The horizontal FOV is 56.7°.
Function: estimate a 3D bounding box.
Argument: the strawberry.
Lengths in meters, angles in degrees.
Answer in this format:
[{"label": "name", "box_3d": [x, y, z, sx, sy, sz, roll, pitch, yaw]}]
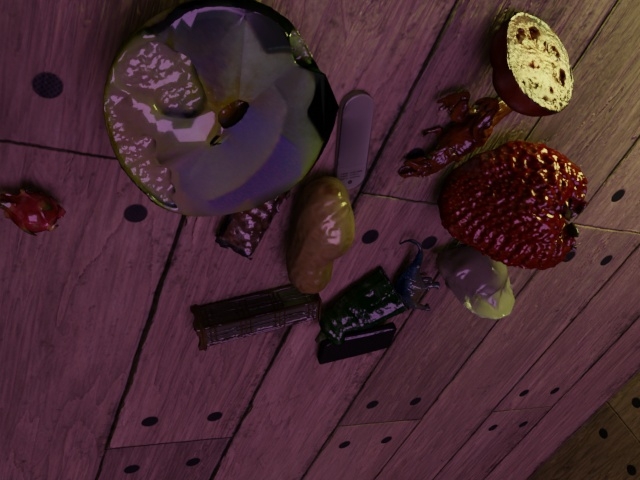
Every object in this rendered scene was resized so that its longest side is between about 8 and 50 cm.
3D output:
[{"label": "strawberry", "box_3d": [0.467, -0.095, 1.480, 0.351, 0.267, 0.312, 10, 102, 2]}]

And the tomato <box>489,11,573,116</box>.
[{"label": "tomato", "box_3d": [0.434, -0.362, 1.251, 0.224, 0.225, 0.085, 4, 167, -30]}]

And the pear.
[{"label": "pear", "box_3d": [-0.185, -0.246, 1.037, 0.398, 0.165, 0.399, -14, 135, -14]}]

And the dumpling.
[{"label": "dumpling", "box_3d": [0.454, 0.101, 1.664, 0.292, 0.204, 0.163, 18, 109, -28]}]

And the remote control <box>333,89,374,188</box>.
[{"label": "remote control", "box_3d": [0.071, -0.215, 1.303, 0.077, 0.022, 0.245, -10, 135, -15]}]

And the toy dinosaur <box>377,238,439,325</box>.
[{"label": "toy dinosaur", "box_3d": [0.259, 0.133, 1.687, 0.147, 0.077, 0.363, 3, 136, -13]}]

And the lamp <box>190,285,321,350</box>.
[{"label": "lamp", "box_3d": [-0.161, 0.187, 1.518, 0.325, 0.089, 0.090, -11, 136, -16]}]

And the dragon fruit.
[{"label": "dragon fruit", "box_3d": [-0.540, -0.058, 1.101, 0.086, 0.081, 0.116, -31, 139, 19]}]

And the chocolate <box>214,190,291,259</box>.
[{"label": "chocolate", "box_3d": [-0.120, -0.104, 1.278, 0.102, 0.065, 0.329, 30, 118, -7]}]

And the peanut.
[{"label": "peanut", "box_3d": [0.000, 0.000, 1.382, 0.147, 0.148, 0.319, -3, 128, -24]}]

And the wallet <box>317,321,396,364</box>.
[{"label": "wallet", "box_3d": [0.113, 0.306, 1.788, 0.250, 0.044, 0.149, -11, 148, -14]}]

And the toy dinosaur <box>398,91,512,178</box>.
[{"label": "toy dinosaur", "box_3d": [0.363, -0.272, 1.341, 0.432, 0.097, 0.208, -28, 152, 6]}]

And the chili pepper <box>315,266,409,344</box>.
[{"label": "chili pepper", "box_3d": [0.096, 0.203, 1.646, 0.270, 0.099, 0.136, -33, 112, 9]}]
